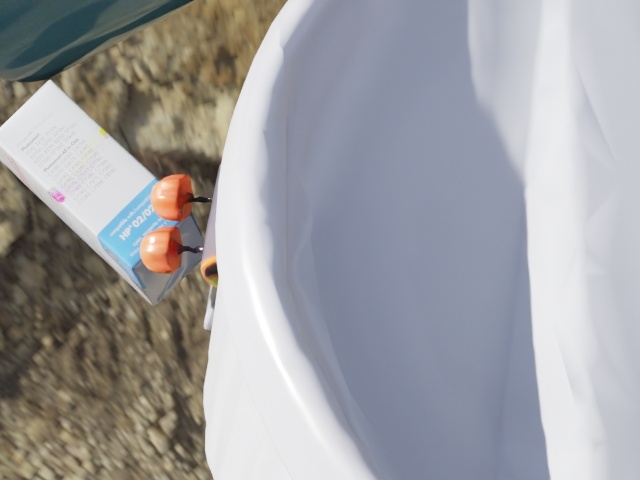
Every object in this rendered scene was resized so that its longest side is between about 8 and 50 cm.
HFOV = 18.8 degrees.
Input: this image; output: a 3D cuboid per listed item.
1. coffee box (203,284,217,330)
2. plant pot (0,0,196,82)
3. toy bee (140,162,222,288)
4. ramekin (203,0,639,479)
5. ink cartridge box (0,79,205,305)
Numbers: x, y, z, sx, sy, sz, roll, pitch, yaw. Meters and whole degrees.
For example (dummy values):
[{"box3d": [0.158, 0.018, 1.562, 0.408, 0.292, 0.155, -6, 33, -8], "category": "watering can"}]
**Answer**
[{"box3d": [0.046, 0.024, 1.546, 0.246, 0.141, 0.098, 17, 32, -8], "category": "coffee box"}, {"box3d": [-0.114, -0.263, 1.100, 0.235, 0.293, 0.293, -17, 75, 24], "category": "plant pot"}, {"box3d": [0.000, 0.000, 0.835, 0.162, 0.298, 0.195, 8, 48, 2], "category": "toy bee"}, {"box3d": [0.091, 0.039, 0.530, 0.272, 0.127, 0.273, 10, 54, -15], "category": "ramekin"}, {"box3d": [-0.168, -0.045, 1.385, 0.181, 0.104, 0.061, 42, 80, 14], "category": "ink cartridge box"}]
